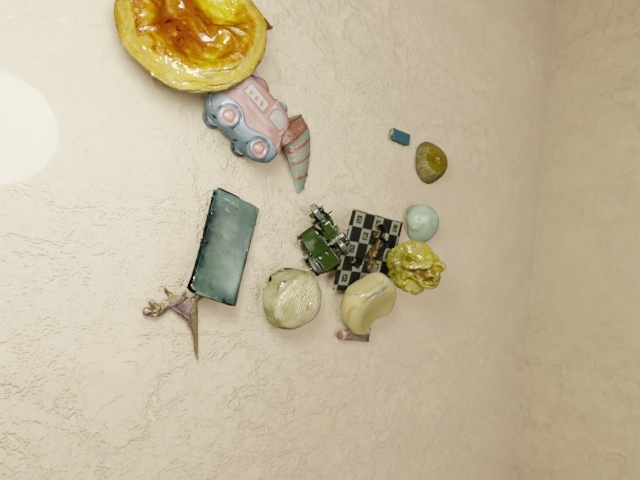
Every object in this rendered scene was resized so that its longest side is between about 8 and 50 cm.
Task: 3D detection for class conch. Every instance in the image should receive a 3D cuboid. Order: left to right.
[{"bbox_3d":[0.502,-0.073,2.212,0.185,0.121,0.221,-48,129,6],"label":"conch"}]

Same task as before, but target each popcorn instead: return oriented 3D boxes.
[{"bbox_3d":[0.404,0.115,1.974,0.212,0.259,0.259,13,83,-28],"label":"popcorn"}]

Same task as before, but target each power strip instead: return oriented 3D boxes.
[{"bbox_3d":[0.373,-0.488,2.136,0.123,0.032,0.056,10,84,-39],"label":"power strip"}]

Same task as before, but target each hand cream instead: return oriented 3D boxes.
[{"bbox_3d":[0.150,0.411,1.962,0.210,0.043,0.067,10,84,-45],"label":"hand cream"}]

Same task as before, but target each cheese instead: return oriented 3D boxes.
[{"bbox_3d":[0.207,0.264,1.921,0.266,0.127,0.233,-28,131,-24],"label":"cheese"}]

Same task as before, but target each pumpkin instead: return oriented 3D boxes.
[{"bbox_3d":[0.571,-0.393,2.262,0.218,0.110,0.217,-2,94,-34],"label":"pumpkin"}]

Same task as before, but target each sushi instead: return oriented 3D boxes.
[{"bbox_3d":[0.193,0.052,1.970,0.359,0.064,0.342,10,95,-45],"label":"sushi"}]

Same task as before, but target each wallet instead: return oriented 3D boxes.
[{"bbox_3d":[-0.316,0.021,1.510,0.191,0.046,0.378,29,59,-38],"label":"wallet"}]

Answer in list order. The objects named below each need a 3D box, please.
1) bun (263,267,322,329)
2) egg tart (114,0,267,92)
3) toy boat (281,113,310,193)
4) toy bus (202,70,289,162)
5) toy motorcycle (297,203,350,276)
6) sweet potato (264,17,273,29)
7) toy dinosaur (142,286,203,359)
[{"bbox_3d":[-0.115,0.210,1.673,0.239,0.141,0.238,-7,102,-39],"label":"bun"},{"bbox_3d":[-0.386,-0.626,1.369,0.444,0.178,0.442,6,75,-22],"label":"egg tart"},{"bbox_3d":[-0.090,-0.328,1.732,0.206,0.096,0.282,-41,125,-43],"label":"toy boat"},{"bbox_3d":[-0.229,-0.412,1.499,0.231,0.197,0.294,-50,119,-11],"label":"toy bus"},{"bbox_3d":[0.000,0.000,1.771,0.205,0.127,0.275,-35,100,5],"label":"toy motorcycle"},{"bbox_3d":[-0.269,-0.751,1.581,0.281,0.059,0.067,-34,120,-33],"label":"sweet potato"},{"bbox_3d":[-0.432,0.235,1.468,0.199,0.072,0.251,-53,131,-17],"label":"toy dinosaur"}]
